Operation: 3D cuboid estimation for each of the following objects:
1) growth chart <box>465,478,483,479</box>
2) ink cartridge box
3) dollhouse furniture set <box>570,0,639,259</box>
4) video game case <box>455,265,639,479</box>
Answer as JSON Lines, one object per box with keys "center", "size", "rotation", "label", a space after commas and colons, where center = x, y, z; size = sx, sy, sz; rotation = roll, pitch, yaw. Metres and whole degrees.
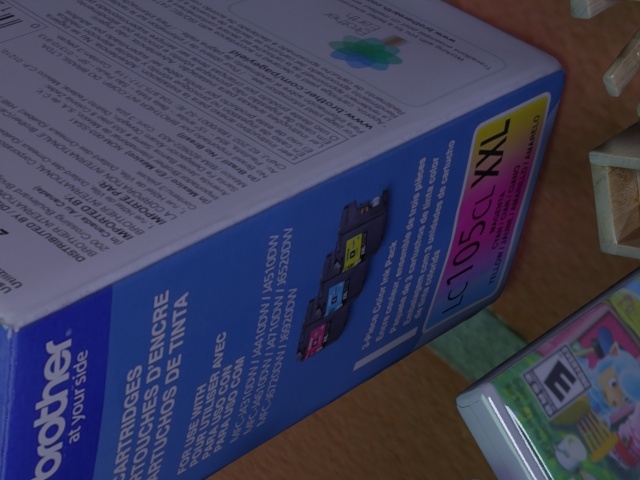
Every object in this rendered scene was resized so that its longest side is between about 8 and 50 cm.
{"center": [0.140, 0.168, 0.652], "size": [0.237, 0.021, 0.172], "rotation": [6, 107, 24], "label": "growth chart"}
{"center": [-0.127, -0.019, 0.804], "size": [0.270, 0.395, 0.151], "rotation": [31, 127, 29], "label": "ink cartridge box"}
{"center": [0.196, -0.068, 0.679], "size": [0.182, 0.101, 0.161], "rotation": [12, 121, 41], "label": "dollhouse furniture set"}
{"center": [0.170, 0.107, 0.736], "size": [0.023, 0.193, 0.212], "rotation": [-30, 90, 52], "label": "video game case"}
